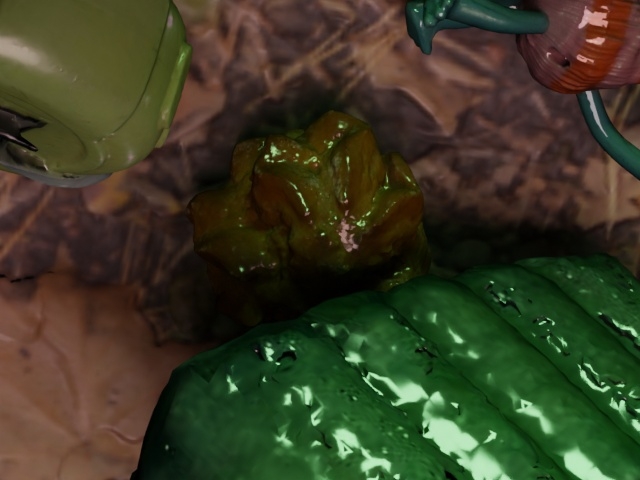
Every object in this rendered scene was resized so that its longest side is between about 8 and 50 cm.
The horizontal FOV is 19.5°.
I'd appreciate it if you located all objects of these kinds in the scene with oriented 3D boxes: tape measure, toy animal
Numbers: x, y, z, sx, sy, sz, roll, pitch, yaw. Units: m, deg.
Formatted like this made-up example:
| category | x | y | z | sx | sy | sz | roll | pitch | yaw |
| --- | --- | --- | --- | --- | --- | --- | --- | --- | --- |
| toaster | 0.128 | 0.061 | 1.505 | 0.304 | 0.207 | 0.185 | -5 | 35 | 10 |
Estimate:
| category | x | y | z | sx | sy | sz | roll | pitch | yaw |
| --- | --- | --- | --- | --- | --- | --- | --- | --- | --- |
| tape measure | -0.130 | -0.077 | 0.731 | 0.177 | 0.154 | 0.087 | 25 | 70 | -34 |
| toy animal | 0.139 | -0.074 | 0.814 | 0.208 | 0.100 | 0.103 | 18 | 112 | -5 |

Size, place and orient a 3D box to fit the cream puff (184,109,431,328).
| category | x | y | z | sx | sy | sz | roll | pitch | yaw |
| --- | --- | --- | --- | --- | --- | --- | --- | --- | --- |
| cream puff | 0.000 | 0.000 | 0.851 | 0.116 | 0.094 | 0.122 | 23 | 110 | -23 |

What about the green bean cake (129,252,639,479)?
| category | x | y | z | sx | sy | sz | roll | pitch | yaw |
| --- | --- | --- | --- | --- | --- | --- | --- | --- | --- |
| green bean cake | 0.039 | 0.174 | 0.841 | 0.300 | 0.169 | 0.308 | -14 | 140 | -46 |
